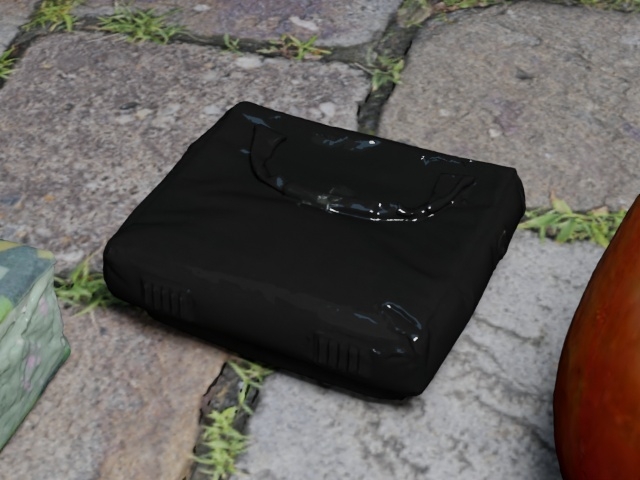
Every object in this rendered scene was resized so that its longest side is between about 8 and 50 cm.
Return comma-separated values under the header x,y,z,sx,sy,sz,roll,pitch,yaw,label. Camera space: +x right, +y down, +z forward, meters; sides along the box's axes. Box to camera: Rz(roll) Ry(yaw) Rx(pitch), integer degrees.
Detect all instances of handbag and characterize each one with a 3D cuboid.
x,y,z,sx,sy,sz,roll,pitch,yaw,label
0.000,0.000,1.054,0.275,0.088,0.244,14,44,21,handbag

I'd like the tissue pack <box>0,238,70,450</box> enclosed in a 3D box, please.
x,y,z,sx,sy,sz,roll,pitch,yaw,label
-0.364,0.081,0.955,0.311,0.128,0.228,15,45,17,tissue pack

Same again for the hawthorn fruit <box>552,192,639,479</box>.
x,y,z,sx,sy,sz,roll,pitch,yaw,label
0.282,0.083,0.839,0.311,0.295,0.295,-31,47,5,hawthorn fruit
